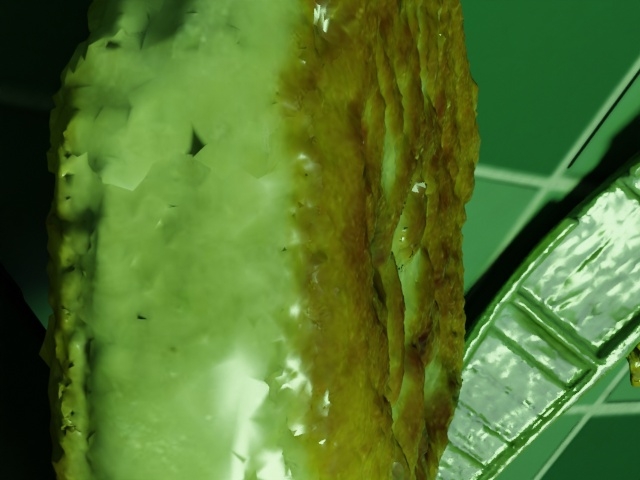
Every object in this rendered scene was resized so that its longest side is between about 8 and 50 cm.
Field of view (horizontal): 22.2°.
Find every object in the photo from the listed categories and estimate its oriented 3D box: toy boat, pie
[{"bbox_3d":[0.146,0.039,0.951,0.093,0.055,0.293,38,101,-22],"label":"toy boat"},{"bbox_3d":[0.000,0.000,0.602,0.315,0.092,0.315,4,90,-70],"label":"pie"}]

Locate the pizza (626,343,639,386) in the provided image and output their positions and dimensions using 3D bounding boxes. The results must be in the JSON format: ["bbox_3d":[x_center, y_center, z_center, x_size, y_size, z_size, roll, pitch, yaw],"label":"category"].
[{"bbox_3d":[0.230,0.026,1.048,0.199,0.062,0.188,1,127,-46],"label":"pizza"}]

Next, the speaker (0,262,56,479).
[{"bbox_3d":[-0.184,0.142,0.649,0.231,0.153,0.192,-28,145,-21],"label":"speaker"}]
